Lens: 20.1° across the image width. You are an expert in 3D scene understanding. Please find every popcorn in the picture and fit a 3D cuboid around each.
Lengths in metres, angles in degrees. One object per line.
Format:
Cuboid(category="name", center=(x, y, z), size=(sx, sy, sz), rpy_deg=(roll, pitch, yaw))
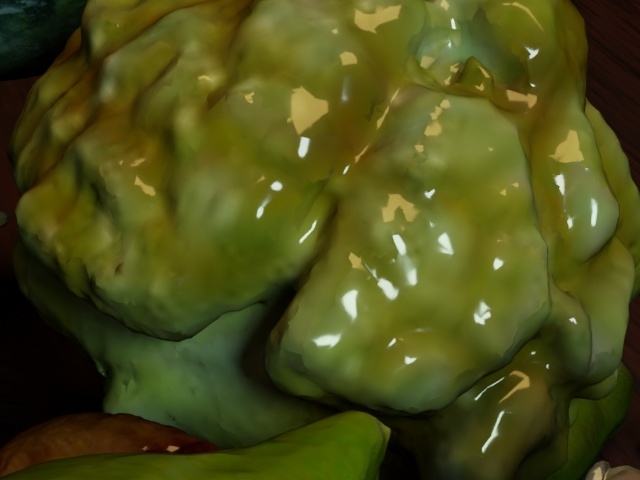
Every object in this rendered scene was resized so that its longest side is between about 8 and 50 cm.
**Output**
Cuboid(category="popcorn", center=(-0.003, -0.002, 0.795), size=(0.279, 0.274, 0.335), rpy_deg=(28, -5, -24))

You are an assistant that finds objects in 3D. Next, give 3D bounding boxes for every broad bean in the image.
Cuboid(category="broad bean", center=(0.125, 0.097, 0.952), size=(0.070, 0.048, 0.213), rpy_deg=(17, 23, 9))

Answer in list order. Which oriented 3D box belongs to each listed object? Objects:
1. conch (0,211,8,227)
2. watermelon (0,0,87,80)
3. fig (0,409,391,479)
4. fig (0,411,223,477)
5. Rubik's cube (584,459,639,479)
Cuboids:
Cuboid(category="conch", center=(-0.315, -0.030, 0.800), size=(0.319, 0.215, 0.303), rpy_deg=(33, -3, 7))
Cuboid(category="watermelon", center=(-0.194, -0.155, 0.873), size=(0.260, 0.176, 0.256), rpy_deg=(-18, -7, -7))
Cuboid(category="fig", center=(-0.053, 0.133, 0.525), size=(0.206, 0.206, 0.275), rpy_deg=(23, 50, 21))
Cuboid(category="fig", center=(-0.090, 0.158, 0.650), size=(0.146, 0.134, 0.201), rpy_deg=(-5, 34, 35))
Cuboid(category="Rubik's cube", center=(0.120, 0.227, 0.437), size=(0.224, 0.231, 0.221), rpy_deg=(19, 24, 17))
